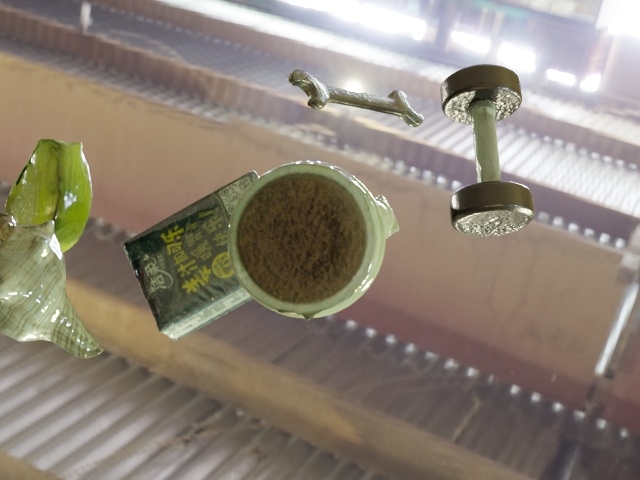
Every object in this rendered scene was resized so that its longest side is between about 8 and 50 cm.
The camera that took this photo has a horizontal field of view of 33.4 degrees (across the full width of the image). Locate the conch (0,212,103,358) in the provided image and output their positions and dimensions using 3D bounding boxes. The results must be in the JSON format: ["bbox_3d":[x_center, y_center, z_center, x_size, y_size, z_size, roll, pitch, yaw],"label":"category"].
[{"bbox_3d":[-0.362,0.046,1.274,0.137,0.114,0.233,-24,-100,-27],"label":"conch"}]

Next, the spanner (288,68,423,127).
[{"bbox_3d":[0.045,-0.157,1.195,0.254,0.015,0.054,0,-123,-56],"label":"spanner"}]

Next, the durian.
[{"bbox_3d":[-0.442,-0.053,1.736,0.101,0.250,0.139,-10,-138,-46],"label":"durian"}]

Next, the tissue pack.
[{"bbox_3d":[-0.176,0.023,1.742,0.185,0.257,0.081,63,-176,27],"label":"tissue pack"}]

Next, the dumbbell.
[{"bbox_3d":[0.200,-0.108,1.285,0.100,0.191,0.100,-2,161,-1],"label":"dumbbell"}]

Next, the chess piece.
[{"bbox_3d":[0.000,0.000,1.258,0.176,0.175,0.298,16,-178,9],"label":"chess piece"}]
